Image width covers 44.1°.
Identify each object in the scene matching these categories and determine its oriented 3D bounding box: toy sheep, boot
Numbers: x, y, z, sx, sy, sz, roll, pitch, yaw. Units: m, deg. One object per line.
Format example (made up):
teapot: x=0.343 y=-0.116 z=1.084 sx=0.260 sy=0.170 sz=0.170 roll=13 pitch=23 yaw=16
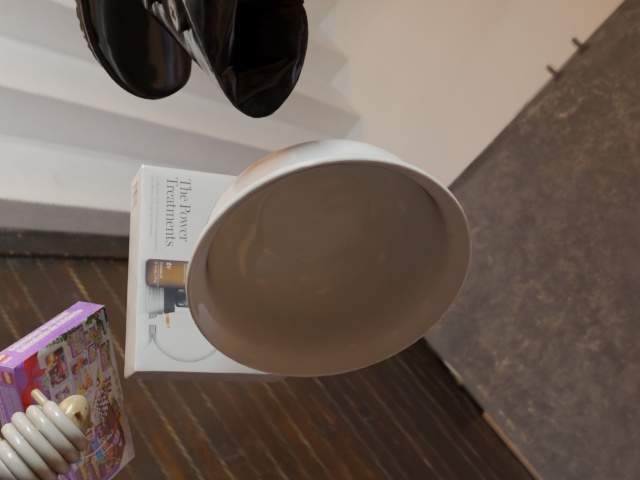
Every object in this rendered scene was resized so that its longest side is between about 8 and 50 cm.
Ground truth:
toy sheep: x=-0.291 y=0.211 z=0.813 sx=0.091 sy=0.132 sz=0.091 roll=39 pitch=-19 yaw=17
boot: x=-0.150 y=-0.254 z=0.902 sx=0.445 sy=0.146 sz=0.367 roll=40 pitch=-28 yaw=42

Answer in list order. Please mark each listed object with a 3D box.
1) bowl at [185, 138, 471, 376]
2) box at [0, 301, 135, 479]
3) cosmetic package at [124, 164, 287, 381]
bowl: x=0.000 y=0.000 z=0.850 sx=0.298 sy=0.298 sz=0.134 roll=29 pitch=27 yaw=-33
box: x=-0.393 y=0.269 z=1.226 sx=0.057 sy=0.293 sz=0.201 roll=5 pitch=23 yaw=24
cosmetic package: x=-0.202 y=0.064 z=1.449 sx=0.284 sy=0.097 sz=0.377 roll=6 pitch=71 yaw=-25
